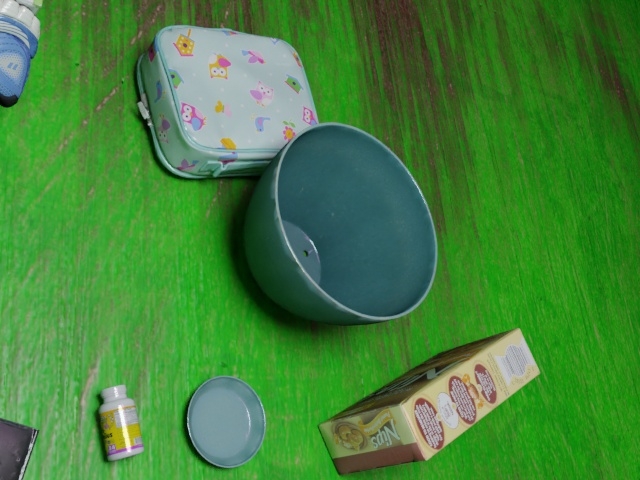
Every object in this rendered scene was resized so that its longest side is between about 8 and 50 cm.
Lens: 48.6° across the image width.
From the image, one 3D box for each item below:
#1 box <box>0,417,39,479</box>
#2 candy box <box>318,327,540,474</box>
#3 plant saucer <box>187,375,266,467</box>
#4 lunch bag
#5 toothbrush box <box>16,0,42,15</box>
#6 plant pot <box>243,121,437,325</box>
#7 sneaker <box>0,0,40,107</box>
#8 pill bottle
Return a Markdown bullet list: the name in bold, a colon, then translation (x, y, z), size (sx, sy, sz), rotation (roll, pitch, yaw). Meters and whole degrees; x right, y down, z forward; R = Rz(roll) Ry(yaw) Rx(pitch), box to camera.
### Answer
- **box**: translation (-0.400, 0.249, 0.692), size (0.191, 0.045, 0.184), rotation (28, 56, -28)
- **candy box**: translation (0.173, 0.241, 1.081), size (0.317, 0.183, 0.087), rotation (-18, 81, -43)
- **plant saucer**: translation (-0.128, 0.241, 0.941), size (0.119, 0.021, 0.119), rotation (18, 60, -34)
- **lunch bag**: translation (-0.139, -0.202, 1.082), size (0.279, 0.108, 0.224), rotation (-7, 78, -41)
- **toothbrush box**: translation (-0.464, -0.412, 0.898), size (0.206, 0.122, 0.283), rotation (12, 63, -36)
- **plant pot**: translation (0.000, 0.000, 1.041), size (0.290, 0.195, 0.290), rotation (18, 60, -34)
- **sneaker**: translation (-0.487, -0.214, 0.771), size (0.330, 0.130, 0.147), rotation (5, 88, -21)
- **pill bottle**: translation (-0.239, 0.217, 0.843), size (0.043, 0.043, 0.083), rotation (-4, 72, -41)
